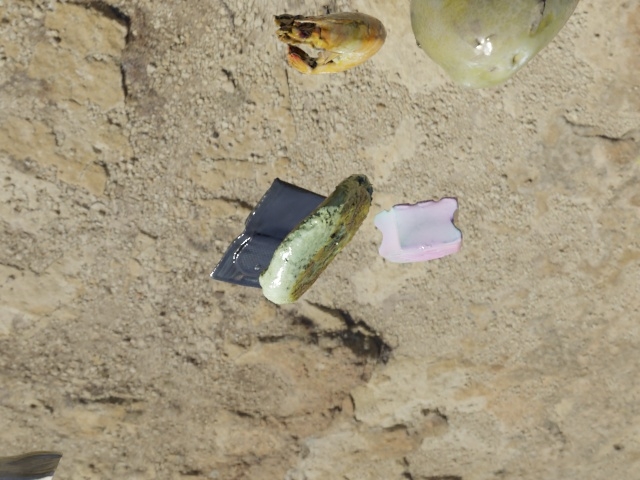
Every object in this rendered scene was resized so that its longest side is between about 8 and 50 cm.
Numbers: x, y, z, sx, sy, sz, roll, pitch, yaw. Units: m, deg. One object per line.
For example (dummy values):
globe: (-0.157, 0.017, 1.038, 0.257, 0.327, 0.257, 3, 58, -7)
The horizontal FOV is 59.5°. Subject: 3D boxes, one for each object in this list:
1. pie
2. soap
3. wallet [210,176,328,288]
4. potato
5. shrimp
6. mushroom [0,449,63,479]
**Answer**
pie: (0.000, 0.000, 0.652, 0.041, 0.187, 0.187, 39, 125, 11)
soap: (0.232, -0.015, 1.323, 0.193, 0.109, 0.324, -7, 173, 12)
wallet: (-0.121, -0.004, 1.444, 0.247, 0.041, 0.323, 14, 116, -52)
potato: (0.181, -0.262, 0.596, 0.160, 0.235, 0.178, 18, 144, -7)
shrimp: (0.008, -0.298, 0.843, 0.150, 0.248, 0.068, -28, 80, 30)
mushroom: (-0.484, 0.343, 0.813, 0.202, 0.059, 0.054, -3, 135, -29)
